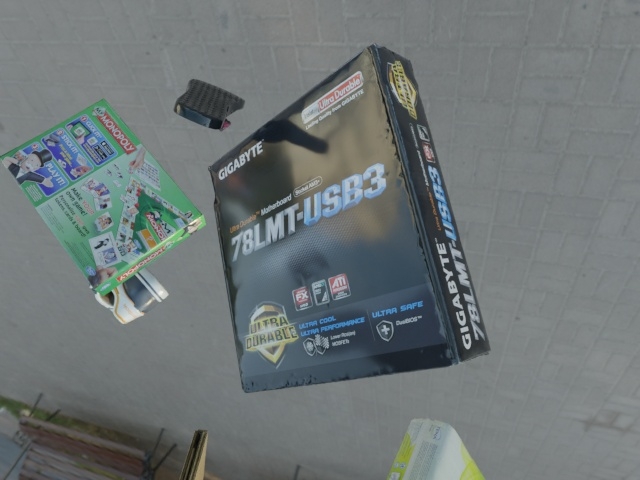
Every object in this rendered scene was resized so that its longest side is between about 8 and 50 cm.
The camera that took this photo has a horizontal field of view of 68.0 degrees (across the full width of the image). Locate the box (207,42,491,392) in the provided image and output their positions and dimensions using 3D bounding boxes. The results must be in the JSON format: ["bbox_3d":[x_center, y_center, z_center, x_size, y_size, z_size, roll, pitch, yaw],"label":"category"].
[{"bbox_3d":[0.000,0.000,0.515,0.295,0.293,0.073,-21,166,42],"label":"box"}]

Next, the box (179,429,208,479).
[{"bbox_3d":[-0.194,0.398,0.674,0.021,0.164,0.201,11,124,-4],"label":"box"}]

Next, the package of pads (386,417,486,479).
[{"bbox_3d":[0.243,0.531,0.946,0.101,0.229,0.296,-10,123,42],"label":"package of pads"}]

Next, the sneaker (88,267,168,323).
[{"bbox_3d":[-0.491,0.079,1.130,0.321,0.127,0.126,30,156,44],"label":"sneaker"}]

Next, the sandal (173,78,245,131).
[{"bbox_3d":[-0.129,-0.147,0.538,0.067,0.179,0.040,20,114,-9],"label":"sandal"}]

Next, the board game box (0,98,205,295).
[{"bbox_3d":[-0.387,-0.087,0.846,0.317,0.213,0.046,48,161,15],"label":"board game box"}]
